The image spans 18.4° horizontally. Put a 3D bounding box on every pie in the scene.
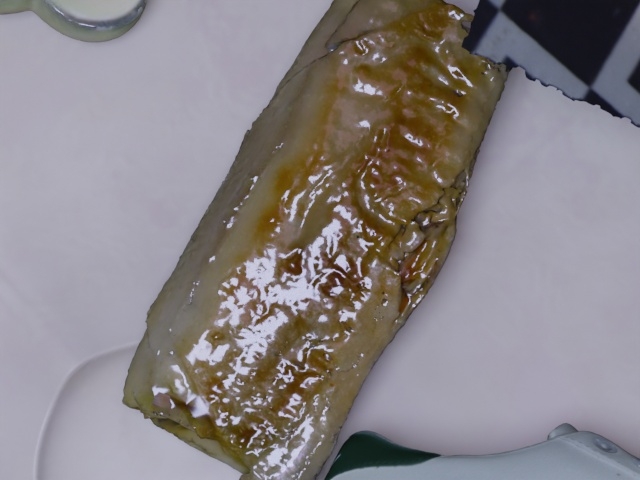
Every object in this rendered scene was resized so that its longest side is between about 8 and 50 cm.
[{"bbox_3d":[0.000,0.000,1.045,0.128,0.068,0.282,27,82,5],"label":"pie"}]

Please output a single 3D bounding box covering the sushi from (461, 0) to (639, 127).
[{"bbox_3d":[0.234,-0.200,1.048,0.320,0.069,0.339,20,82,-25],"label":"sushi"}]

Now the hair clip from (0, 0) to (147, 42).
[{"bbox_3d":[-0.116,-0.198,1.077,0.218,0.071,0.159,-25,79,-10],"label":"hair clip"}]

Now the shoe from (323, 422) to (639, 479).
[{"bbox_3d":[0.161,0.173,0.986,0.363,0.132,0.160,7,41,5],"label":"shoe"}]
